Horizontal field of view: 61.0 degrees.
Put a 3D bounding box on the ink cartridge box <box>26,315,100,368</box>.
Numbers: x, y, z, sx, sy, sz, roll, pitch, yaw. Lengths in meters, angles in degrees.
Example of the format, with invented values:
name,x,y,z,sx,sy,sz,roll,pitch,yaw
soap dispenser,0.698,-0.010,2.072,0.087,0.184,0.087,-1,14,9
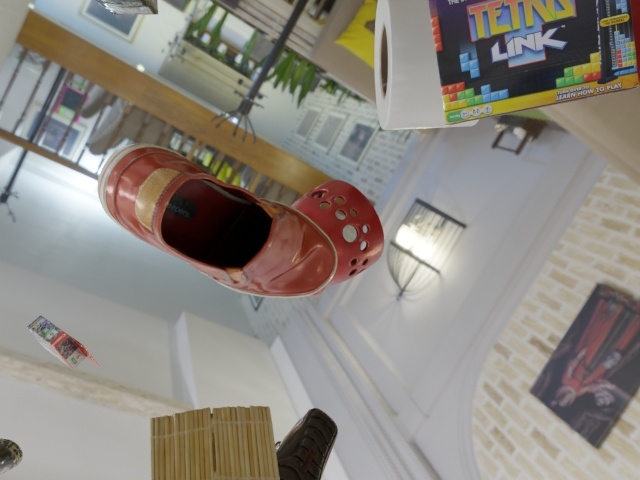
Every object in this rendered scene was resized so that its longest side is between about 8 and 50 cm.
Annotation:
name,x,y,z,sx,sy,sz,roll,pitch,yaw
ink cartridge box,-0.395,0.165,0.837,0.115,0.029,0.063,23,144,28

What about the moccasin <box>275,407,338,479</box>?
name,x,y,z,sx,sy,sz,roll,pitch,yaw
moccasin,-0.081,0.510,1.174,0.139,0.147,0.380,38,-157,0

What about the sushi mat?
name,x,y,z,sx,sy,sz,roll,pitch,yaw
sushi mat,-0.108,0.340,0.595,0.151,0.019,0.317,2,-126,-20

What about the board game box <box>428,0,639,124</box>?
name,x,y,z,sx,sy,sz,roll,pitch,yaw
board game box,0.192,-0.193,0.508,0.170,0.141,0.048,-9,-171,17

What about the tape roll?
name,x,y,z,sx,sy,sz,roll,pitch,yaw
tape roll,0.193,-0.325,0.978,0.168,0.246,0.246,-2,-171,0

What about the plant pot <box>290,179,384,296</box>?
name,x,y,z,sx,sy,sz,roll,pitch,yaw
plant pot,0.000,0.000,1.045,0.174,0.191,0.191,-30,-130,-34

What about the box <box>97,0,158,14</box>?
name,x,y,z,sx,sy,sz,roll,pitch,yaw
box,-0.298,-0.506,0.754,0.097,0.319,0.395,-4,-165,-9

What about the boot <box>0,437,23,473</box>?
name,x,y,z,sx,sy,sz,roll,pitch,yaw
boot,-0.674,0.406,0.961,0.236,0.085,0.178,1,172,-7

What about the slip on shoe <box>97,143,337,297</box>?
name,x,y,z,sx,sy,sz,roll,pitch,yaw
slip on shoe,-0.081,0.000,0.600,0.101,0.123,0.331,27,178,41
